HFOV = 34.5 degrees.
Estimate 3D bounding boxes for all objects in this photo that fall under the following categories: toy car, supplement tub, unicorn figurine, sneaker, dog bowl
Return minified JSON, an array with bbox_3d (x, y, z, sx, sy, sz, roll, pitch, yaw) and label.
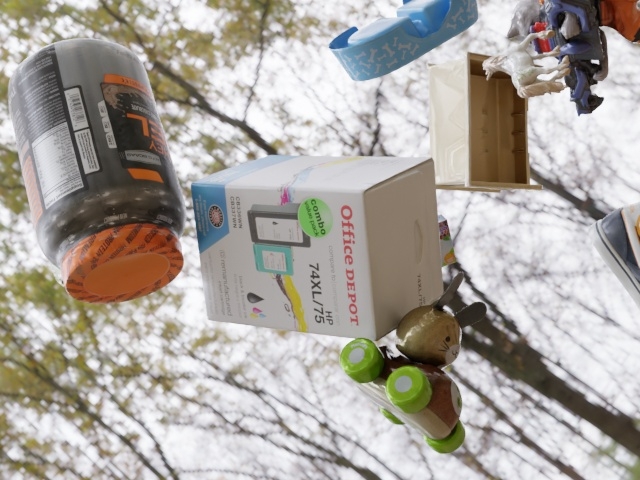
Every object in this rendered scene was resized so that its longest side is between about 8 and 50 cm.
[{"bbox_3d":[0.142,0.137,1.266,0.188,0.149,0.155,-52,-40,-12],"label":"toy car"},{"bbox_3d":[-0.309,-0.096,1.443,0.207,0.338,0.207,-16,-25,-8],"label":"supplement tub"},{"bbox_3d":[0.291,-0.250,1.468,0.111,0.162,0.060,-22,-64,11],"label":"unicorn figurine"},{"bbox_3d":[0.601,0.076,1.761,0.127,0.321,0.126,-37,-2,27],"label":"sneaker"},{"bbox_3d":[0.156,-0.373,1.825,0.297,0.166,0.074,-33,-68,-18],"label":"dog bowl"}]

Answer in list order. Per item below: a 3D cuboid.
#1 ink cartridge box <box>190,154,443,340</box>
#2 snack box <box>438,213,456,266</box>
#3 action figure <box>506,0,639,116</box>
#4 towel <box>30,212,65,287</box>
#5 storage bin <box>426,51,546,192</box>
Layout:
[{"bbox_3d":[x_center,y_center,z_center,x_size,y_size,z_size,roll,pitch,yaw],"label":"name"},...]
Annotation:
[{"bbox_3d":[0.000,0.000,1.379,0.197,0.270,0.198,-26,-66,-54],"label":"ink cartridge box"},{"bbox_3d":[0.192,0.019,2.046,0.141,0.037,0.100,-21,-62,-8],"label":"snack box"},{"bbox_3d":[0.487,-0.370,1.764,0.341,0.330,0.179,66,-154,-60],"label":"action figure"},{"bbox_3d":[-0.424,-0.004,1.632,0.027,0.148,0.110,-16,-13,-25],"label":"towel"},{"bbox_3d":[0.348,-0.232,2.116,0.260,0.123,0.262,0,-92,-39],"label":"storage bin"}]
